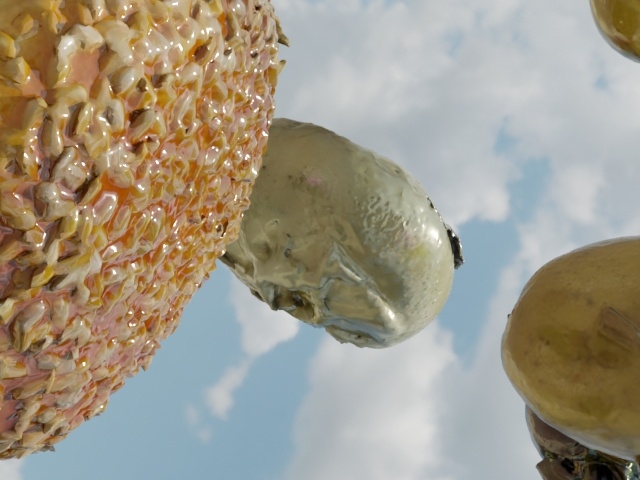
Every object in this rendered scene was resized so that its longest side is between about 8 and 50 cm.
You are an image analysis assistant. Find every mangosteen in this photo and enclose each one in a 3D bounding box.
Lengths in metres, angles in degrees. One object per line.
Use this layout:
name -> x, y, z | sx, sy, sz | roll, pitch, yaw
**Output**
mangosteen -> 0.392, 0.268, 1.713 | 0.231, 0.231, 0.289 | -40, -153, 39

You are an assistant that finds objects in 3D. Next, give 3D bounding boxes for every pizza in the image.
pizza -> 0.273, -0.236, 1.157 | 0.080, 0.204, 0.188 | -34, -130, 11

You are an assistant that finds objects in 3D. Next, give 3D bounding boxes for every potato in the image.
potato -> 0.382, 0.067, 1.393 | 0.397, 0.295, 0.290 | -57, 159, -28

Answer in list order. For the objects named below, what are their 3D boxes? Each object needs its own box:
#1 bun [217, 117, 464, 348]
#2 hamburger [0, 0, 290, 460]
bun -> 0.000, 0.000, 1.105 | 0.141, 0.239, 0.239 | -56, -161, -23
hamburger -> -0.174, -0.058, 0.695 | 0.330, 0.250, 0.330 | -57, 170, -16
